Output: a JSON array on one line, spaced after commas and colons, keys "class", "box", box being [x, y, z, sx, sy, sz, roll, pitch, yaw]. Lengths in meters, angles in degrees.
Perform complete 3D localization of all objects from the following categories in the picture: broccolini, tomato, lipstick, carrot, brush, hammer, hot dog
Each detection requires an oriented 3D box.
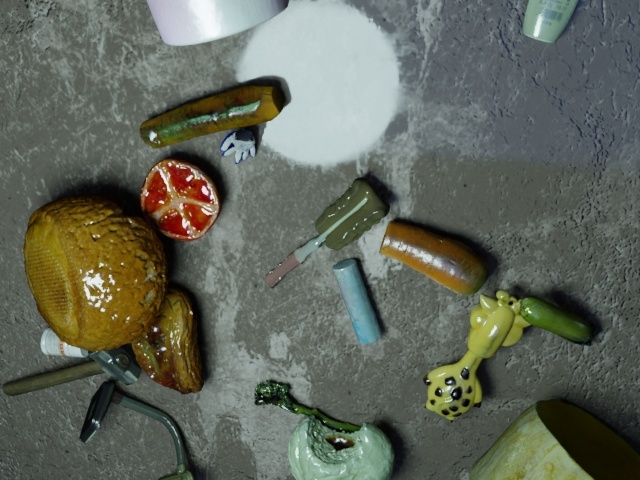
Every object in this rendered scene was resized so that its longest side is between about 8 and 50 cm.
[{"class": "broccolini", "box": [-0.012, 0.339, 1.634, 0.254, 0.071, 0.057, 19, 78, -4]}, {"class": "tomato", "box": [-0.245, -0.078, 1.477, 0.155, 0.069, 0.155, 5, 112, 13]}, {"class": "lipstick", "box": [0.068, 0.113, 1.504, 0.048, 0.048, 0.158, -15, 109, 17]}, {"class": "carrot", "box": [-0.191, -0.213, 1.412, 0.260, 0.070, 0.070, -13, 109, 18]}, {"class": "brush", "box": [0.000, 0.000, 1.471, 0.301, 0.071, 0.084, -40, 84, 32]}, {"class": "hammer", "box": [-0.531, 0.278, 1.671, 0.365, 0.043, 0.111, -18, 129, 31]}, {"class": "carrot", "box": [0.199, 0.026, 1.422, 0.193, 0.087, 0.087, 29, 115, 3]}, {"class": "hot dog", "box": [-0.291, 0.204, 1.585, 0.160, 0.099, 0.227, 10, 120, 42]}]

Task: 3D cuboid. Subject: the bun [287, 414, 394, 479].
[{"class": "bun", "box": [0.034, 0.431, 1.581, 0.212, 0.126, 0.204, -22, 123, 33]}]

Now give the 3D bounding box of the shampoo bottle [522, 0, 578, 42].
[{"class": "shampoo bottle", "box": [0.366, -0.405, 1.220, 0.072, 0.049, 0.212, 21, 116, 7]}]

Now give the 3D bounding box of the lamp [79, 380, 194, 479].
[{"class": "lamp", "box": [-0.387, 0.435, 1.722, 0.283, 0.124, 0.203, 38, 135, -9]}]

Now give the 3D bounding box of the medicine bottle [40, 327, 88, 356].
[{"class": "medicine bottle", "box": [-0.519, 0.208, 1.665, 0.089, 0.057, 0.057, 3, 113, 10]}]

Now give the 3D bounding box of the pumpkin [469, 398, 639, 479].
[{"class": "pumpkin", "box": [0.439, 0.430, 1.407, 0.332, 0.332, 0.199, 28, 114, -1]}]

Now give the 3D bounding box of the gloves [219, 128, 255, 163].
[{"class": "gloves", "box": [-0.145, -0.164, 1.426, 0.064, 0.026, 0.086, -1, 153, -7]}]

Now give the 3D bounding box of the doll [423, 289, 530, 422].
[{"class": "doll", "box": [0.278, 0.211, 1.478, 0.117, 0.086, 0.291, 23, 114, -5]}]

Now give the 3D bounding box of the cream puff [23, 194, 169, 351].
[{"class": "cream puff", "box": [-0.394, 0.055, 1.474, 0.303, 0.212, 0.303, 18, 114, 45]}]

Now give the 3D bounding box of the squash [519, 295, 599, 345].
[{"class": "squash", "box": [0.415, 0.142, 1.409, 0.183, 0.052, 0.052, 25, 118, -26]}]

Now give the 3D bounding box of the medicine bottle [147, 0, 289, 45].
[{"class": "medicine bottle", "box": [-0.189, -0.476, 1.194, 0.256, 0.256, 0.325, -8, 119, 15]}]
